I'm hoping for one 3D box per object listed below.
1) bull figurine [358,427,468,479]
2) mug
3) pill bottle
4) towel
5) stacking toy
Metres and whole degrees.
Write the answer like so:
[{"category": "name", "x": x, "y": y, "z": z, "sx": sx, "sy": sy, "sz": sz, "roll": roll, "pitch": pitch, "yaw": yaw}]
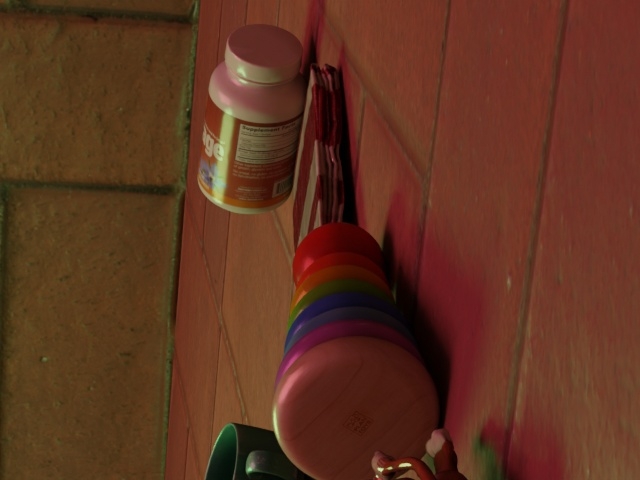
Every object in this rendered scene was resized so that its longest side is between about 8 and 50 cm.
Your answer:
[{"category": "bull figurine", "x": 0.071, "y": 0.294, "z": 1.465, "sx": 0.188, "sy": 0.101, "sz": 0.310, "roll": -110, "pitch": 24, "yaw": -70}, {"category": "mug", "x": -0.069, "y": 0.285, "z": 2.253, "sx": 0.158, "sy": 0.097, "sz": 0.129, "roll": -134, "pitch": 61, "yaw": -71}, {"category": "pill bottle", "x": -0.081, "y": -0.149, "z": 2.386, "sx": 0.121, "sy": 0.121, "sz": 0.216, "roll": -100, "pitch": 15, "yaw": -50}, {"category": "towel", "x": 0.000, "y": 0.000, "z": 2.148, "sx": 0.237, "sy": 0.037, "sz": 0.329, "roll": 102, "pitch": 168, "yaw": -52}, {"category": "stacking toy", "x": 0.025, "y": 0.076, "z": 1.757, "sx": 0.330, "sy": 0.141, "sz": 0.141, "roll": -94, "pitch": 10, "yaw": -63}]
